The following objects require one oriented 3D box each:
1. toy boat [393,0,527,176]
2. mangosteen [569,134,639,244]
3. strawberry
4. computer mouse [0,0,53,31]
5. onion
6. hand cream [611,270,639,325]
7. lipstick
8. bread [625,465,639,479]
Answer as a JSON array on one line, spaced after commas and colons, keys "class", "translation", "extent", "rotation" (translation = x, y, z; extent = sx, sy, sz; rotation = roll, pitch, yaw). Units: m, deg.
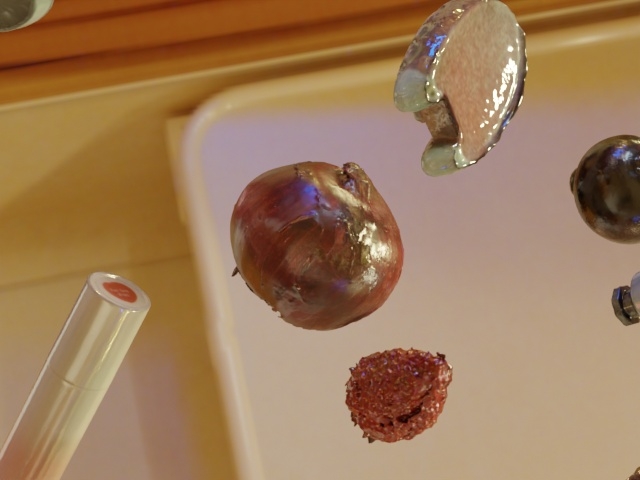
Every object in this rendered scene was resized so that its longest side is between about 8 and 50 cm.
[{"class": "toy boat", "translation": [0.139, -0.171, 1.415], "extent": [0.227, 0.085, 0.155], "rotation": [-53, 127, -38]}, {"class": "mangosteen", "translation": [0.407, -0.065, 1.798], "extent": [0.152, 0.152, 0.152], "rotation": [169, -90, -83]}, {"class": "strawberry", "translation": [0.137, 0.272, 2.244], "extent": [0.228, 0.098, 0.174], "rotation": [-15, -76, 48]}, {"class": "computer mouse", "translation": [-0.430, -0.357, 1.665], "extent": [0.079, 0.128, 0.231], "rotation": [-89, 154, -45]}, {"class": "onion", "translation": [0.000, 0.000, 2.024], "extent": [0.276, 0.276, 0.276], "rotation": [169, -90, -83]}, {"class": "hand cream", "translation": [0.408, 0.031, 1.296], "extent": [0.271, 0.058, 0.091], "rotation": [-24, -88, 43]}, {"class": "lipstick", "translation": [-0.322, 0.196, 1.681], "extent": [0.327, 0.087, 0.087], "rotation": [-61, -157, 19]}, {"class": "bread", "translation": [0.269, 0.217, 1.044], "extent": [0.085, 0.053, 0.085], "rotation": [16, -64, 35]}]
